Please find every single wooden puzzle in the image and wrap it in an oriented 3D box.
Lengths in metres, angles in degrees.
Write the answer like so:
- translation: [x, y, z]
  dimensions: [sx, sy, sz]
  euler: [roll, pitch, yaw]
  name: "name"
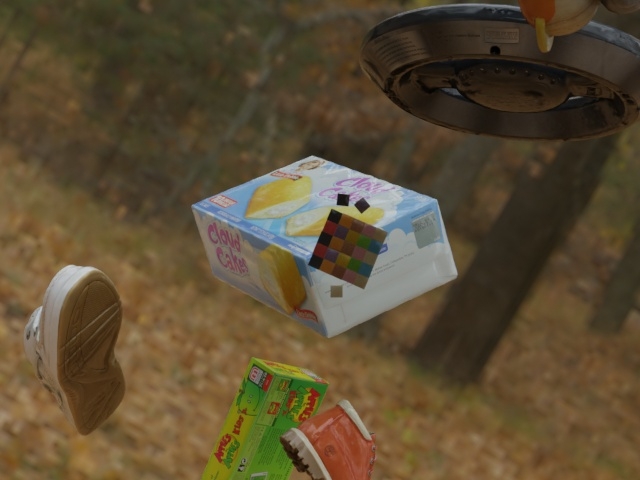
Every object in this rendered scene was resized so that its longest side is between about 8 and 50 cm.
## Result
- translation: [0.022, 0.006, 1.546]
  dimensions: [0.049, 0.083, 0.006]
  euler: [23, 1, 2]
  name: "wooden puzzle"

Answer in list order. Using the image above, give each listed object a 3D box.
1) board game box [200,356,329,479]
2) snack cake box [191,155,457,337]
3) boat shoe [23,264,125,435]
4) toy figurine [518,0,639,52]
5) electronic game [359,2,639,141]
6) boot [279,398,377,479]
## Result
- translation: [-0.068, 0.227, 2.176]
  dimensions: [0.092, 0.181, 0.043]
  euler: [16, 10, -47]
  name: "board game box"
- translation: [0.000, 0.000, 1.943]
  dimensions: [0.264, 0.152, 0.089]
  euler: [23, -46, 60]
  name: "snack cake box"
- translation: [-0.269, 0.104, 2.037]
  dimensions: [0.096, 0.098, 0.277]
  euler: [37, -30, 20]
  name: "boat shoe"
- translation: [0.137, -0.234, 1.105]
  dimensions: [0.213, 0.148, 0.209]
  euler: [41, 36, -65]
  name: "toy figurine"
- translation: [0.142, -0.123, 1.435]
  dimensions: [0.229, 0.048, 0.229]
  euler: [7, -14, 2]
  name: "electronic game"
- translation: [0.034, 0.233, 1.926]
  dimensions: [0.158, 0.084, 0.059]
  euler: [61, -19, -20]
  name: "boot"
